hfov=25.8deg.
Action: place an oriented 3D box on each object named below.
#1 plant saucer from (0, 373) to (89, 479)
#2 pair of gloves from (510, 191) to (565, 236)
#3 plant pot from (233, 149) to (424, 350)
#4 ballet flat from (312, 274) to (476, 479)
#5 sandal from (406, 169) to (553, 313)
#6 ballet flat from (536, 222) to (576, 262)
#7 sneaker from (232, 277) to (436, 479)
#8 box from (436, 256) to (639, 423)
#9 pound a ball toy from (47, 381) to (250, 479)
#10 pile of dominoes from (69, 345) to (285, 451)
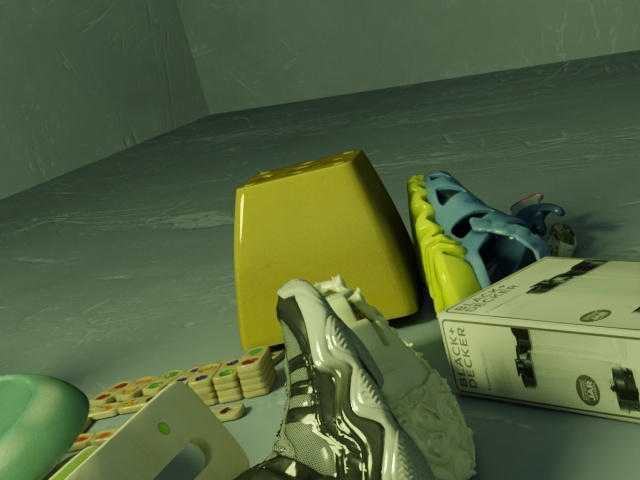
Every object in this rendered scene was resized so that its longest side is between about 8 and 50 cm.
[{"bbox_3d":[-0.360,0.209,1.269,0.318,0.043,0.317,-24,17,8],"label":"plant saucer"},{"bbox_3d":[0.221,-0.002,1.773,0.198,0.023,0.159,-27,14,19],"label":"pair of gloves"},{"bbox_3d":[0.000,0.000,1.700,0.212,0.187,0.212,-12,8,9],"label":"plant pot"},{"bbox_3d":[0.032,0.125,1.305,0.147,0.147,0.409,-17,14,-7],"label":"ballet flat"},{"bbox_3d":[0.181,0.006,1.639,0.138,0.126,0.317,-13,28,-2],"label":"sandal"},{"bbox_3d":[0.291,0.007,1.704,0.041,0.041,0.114,-11,15,22],"label":"ballet flat"},{"bbox_3d":[-0.017,0.153,1.124,0.153,0.101,0.268,-33,47,4],"label":"sneaker"},{"bbox_3d":[0.266,0.086,1.284,0.169,0.087,0.290,-24,15,-33],"label":"box"},{"bbox_3d":[-0.184,0.252,1.109,0.208,0.135,0.319,-38,2,28],"label":"pound a ball toy"},{"bbox_3d":[-0.174,0.166,1.581,0.251,0.040,0.196,-12,14,13],"label":"pile of dominoes"}]
